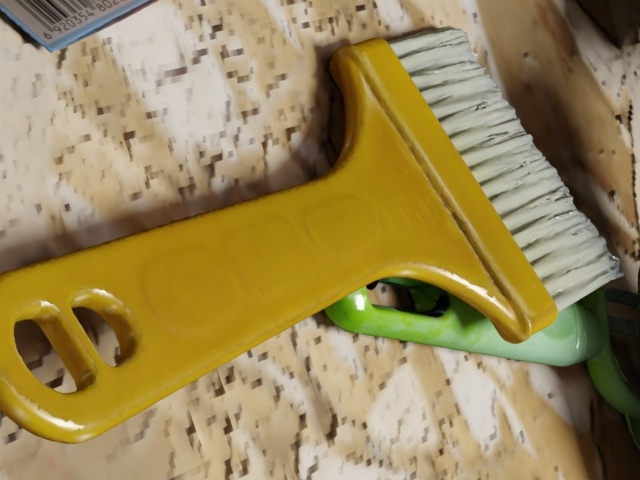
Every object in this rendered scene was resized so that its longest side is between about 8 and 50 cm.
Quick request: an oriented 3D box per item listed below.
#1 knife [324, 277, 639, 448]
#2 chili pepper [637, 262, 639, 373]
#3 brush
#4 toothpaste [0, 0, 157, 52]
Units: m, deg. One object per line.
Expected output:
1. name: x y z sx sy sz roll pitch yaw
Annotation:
1. knife: 0.068 0.035 0.596 0.212 0.015 0.054 14 70 -49
2. chili pepper: 0.157 0.066 0.617 0.099 0.083 0.253 -10 99 -24
3. brush: 0.000 0.000 0.499 0.103 0.013 0.272 57 33 6
4. toothpaste: -0.106 -0.132 0.424 0.193 0.044 0.070 42 43 -33
